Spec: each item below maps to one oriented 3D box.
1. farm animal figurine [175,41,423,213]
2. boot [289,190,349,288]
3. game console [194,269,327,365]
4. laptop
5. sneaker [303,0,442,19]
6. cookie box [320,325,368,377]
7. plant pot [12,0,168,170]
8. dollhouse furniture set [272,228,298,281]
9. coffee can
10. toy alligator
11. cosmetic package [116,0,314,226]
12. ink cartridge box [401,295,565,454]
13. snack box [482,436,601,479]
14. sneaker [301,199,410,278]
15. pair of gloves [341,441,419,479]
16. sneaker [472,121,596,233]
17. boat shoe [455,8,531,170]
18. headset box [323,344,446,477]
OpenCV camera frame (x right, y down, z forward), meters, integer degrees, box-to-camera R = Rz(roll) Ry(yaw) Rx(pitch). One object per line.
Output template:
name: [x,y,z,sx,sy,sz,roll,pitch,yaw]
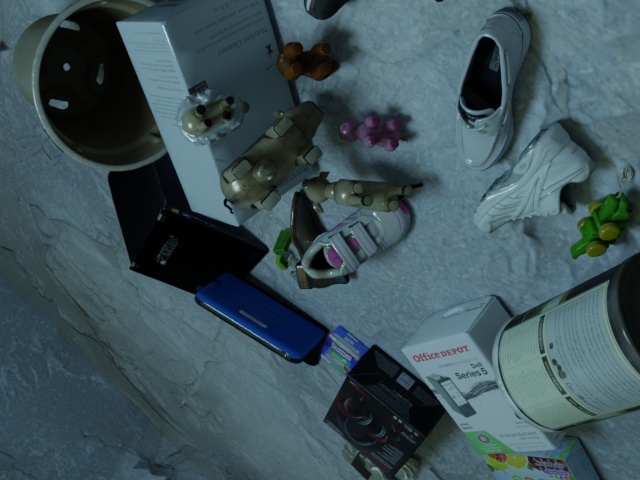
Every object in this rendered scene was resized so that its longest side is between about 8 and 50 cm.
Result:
farm animal figurine: [-0.035,-0.148,1.223,0.330,0.326,0.172,62,167,-12]
boot: [0.000,0.000,1.508,0.106,0.082,0.219,0,116,15]
game console: [-0.149,0.221,1.754,0.293,0.250,0.173,30,116,12]
laptop: [-0.354,-0.070,1.843,0.407,0.236,0.382,24,149,-15]
sneaker: [0.092,-0.365,1.009,0.162,0.106,0.281,45,145,-1]
cookie box: [0.055,0.262,1.706,0.092,0.040,0.107,38,143,15]
plant pot: [-0.469,-0.336,1.482,0.305,0.334,0.334,24,140,46]
dollhouse furniture set: [-0.044,0.044,1.617,0.076,0.059,0.152,-8,137,42]
coffee can: [0.418,0.160,1.080,0.201,0.201,0.275,47,145,1]
toy alligator: [0.415,-0.034,1.032,0.051,0.056,0.190,3,140,-10]
cosmetic package: [-0.175,-0.246,1.304,0.156,0.217,0.385,16,136,45]
ink cartridge box: [0.312,0.258,1.362,0.273,0.115,0.198,52,145,-6]
snack box: [0.450,0.474,1.463,0.207,0.070,0.174,-11,115,52]
sneaker: [0.062,0.008,1.364,0.252,0.111,0.103,-37,95,35]
pair of gloves: [0.152,0.573,1.903,0.204,0.042,0.240,37,142,21]
sneaker: [0.314,-0.063,1.078,0.115,0.090,0.232,40,145,5]
boat shoe: [0.227,-0.198,1.039,0.095,0.084,0.258,25,139,28]
headset box: [0.141,0.409,1.694,0.218,0.110,0.293,38,144,13]
